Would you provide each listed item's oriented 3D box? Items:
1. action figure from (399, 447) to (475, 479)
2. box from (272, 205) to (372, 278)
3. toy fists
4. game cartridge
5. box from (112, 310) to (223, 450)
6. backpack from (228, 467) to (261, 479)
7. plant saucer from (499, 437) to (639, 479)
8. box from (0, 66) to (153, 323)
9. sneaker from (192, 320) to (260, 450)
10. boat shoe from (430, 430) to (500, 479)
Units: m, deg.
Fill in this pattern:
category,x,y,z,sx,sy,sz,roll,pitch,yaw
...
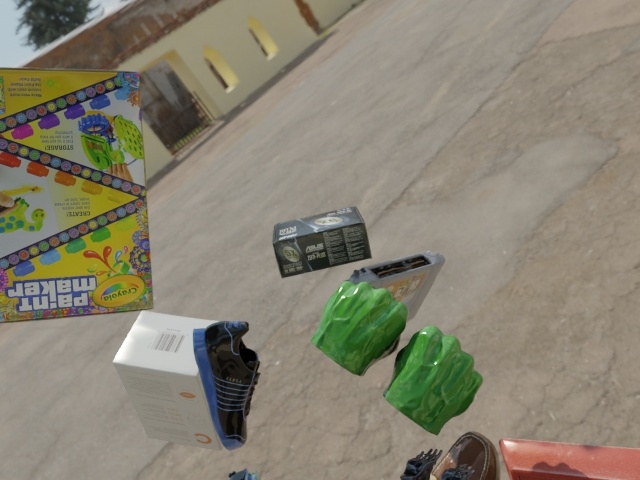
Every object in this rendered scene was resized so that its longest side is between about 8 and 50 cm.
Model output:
category,x,y,z,sx,sy,sz,roll,pitch,yaw
action figure,0.204,0.435,0.808,0.141,0.275,0.164,-16,3,-31
box,0.000,0.000,1.183,0.180,0.077,0.147,-12,16,1
toy fists,0.126,0.175,0.960,0.142,0.279,0.096,-56,-19,4
game cartridge,0.138,0.129,1.284,0.297,0.198,0.062,-12,40,-44
box,-0.353,0.363,1.518,0.215,0.345,0.168,7,43,10
backpack,-0.188,0.665,1.540,0.084,0.114,0.105,-16,15,1
plant saucer,0.434,0.449,0.952,0.259,0.258,0.048,-10,14,38
box,-0.325,-0.056,0.790,0.177,0.278,0.290,-3,4,-18
sneaker,-0.134,0.233,0.947,0.091,0.232,0.081,-12,24,-3
boat shoe,0.209,0.483,1.035,0.123,0.116,0.324,17,71,43
